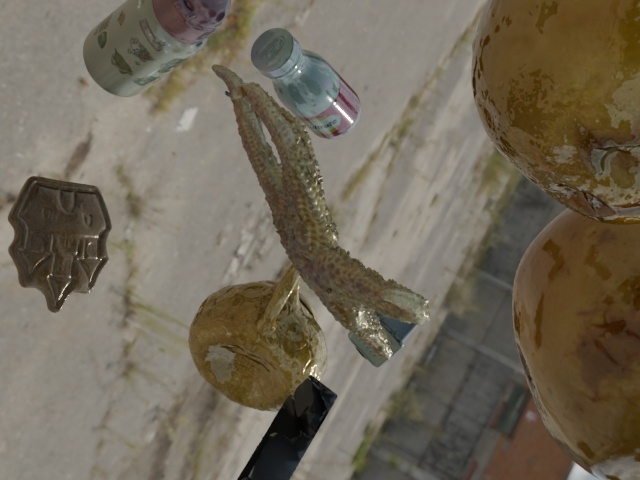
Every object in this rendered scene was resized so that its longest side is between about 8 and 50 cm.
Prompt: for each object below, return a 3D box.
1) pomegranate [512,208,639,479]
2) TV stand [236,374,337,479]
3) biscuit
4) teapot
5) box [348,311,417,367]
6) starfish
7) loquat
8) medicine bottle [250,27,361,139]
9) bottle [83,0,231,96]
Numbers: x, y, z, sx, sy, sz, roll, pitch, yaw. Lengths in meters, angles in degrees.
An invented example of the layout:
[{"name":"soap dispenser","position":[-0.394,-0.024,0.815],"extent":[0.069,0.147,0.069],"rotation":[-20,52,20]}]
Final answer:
[{"name":"pomegranate","position":[0.436,0.117,1.284],"extent":[0.417,0.416,0.417],"rotation":[-59,170,-18]},{"name":"TV stand","position":[-0.058,0.226,0.938],"extent":[0.042,0.036,0.249],"rotation":[-44,-171,49]},{"name":"biscuit","position":[-0.419,0.009,1.699],"extent":[0.182,0.034,0.215],"rotation":[8,80,-42]},{"name":"teapot","position":[-0.074,0.126,1.511],"extent":[0.167,0.203,0.311],"rotation":[-59,174,-40]},{"name":"box","position":[0.111,0.155,1.803],"extent":[0.069,0.084,0.122],"rotation":[-39,173,-33]},{"name":"starfish","position":[-0.004,0.003,0.915],"extent":[0.060,0.299,0.302],"rotation":[-34,149,-10]},{"name":"loquat","position":[0.276,-0.164,0.924],"extent":[0.284,0.276,0.276],"rotation":[-60,170,-30]},{"name":"medicine bottle","position":[-0.021,-0.225,1.514],"extent":[0.090,0.090,0.216],"rotation":[-62,148,-5]},{"name":"bottle","position":[-0.221,-0.297,1.464],"extent":[0.253,0.120,0.120],"rotation":[-22,-156,44]}]
